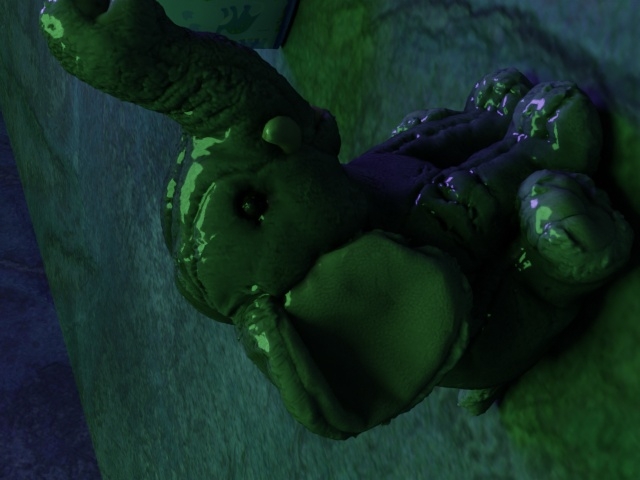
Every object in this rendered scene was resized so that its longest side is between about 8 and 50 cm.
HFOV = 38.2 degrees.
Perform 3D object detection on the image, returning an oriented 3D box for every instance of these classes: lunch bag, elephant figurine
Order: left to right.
[{"bbox_3d":[-0.080,-0.217,0.669,0.151,0.129,0.096,119,137,-54],"label":"lunch bag"},{"bbox_3d":[0.000,0.000,0.421,0.169,0.239,0.186,142,117,-62],"label":"elephant figurine"}]
